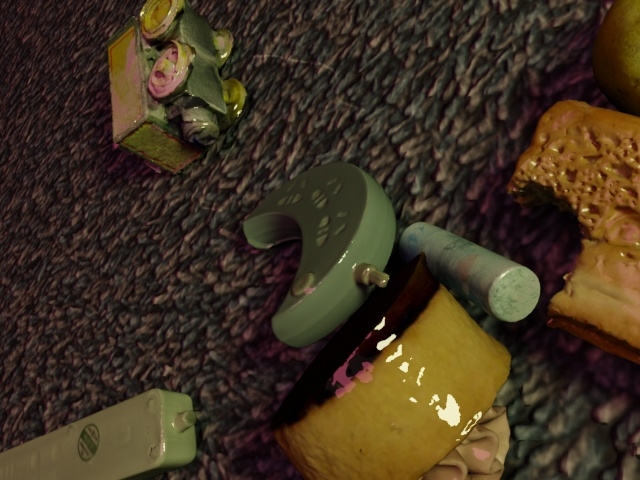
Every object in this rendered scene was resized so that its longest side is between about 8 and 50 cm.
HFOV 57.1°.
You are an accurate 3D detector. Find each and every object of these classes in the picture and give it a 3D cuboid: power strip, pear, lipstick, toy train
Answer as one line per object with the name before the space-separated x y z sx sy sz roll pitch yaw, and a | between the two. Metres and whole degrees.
power strip | 0.000 0.000 0.602 0.167 0.054 0.253 -44 29 6
pear | 0.279 -0.141 0.470 0.104 0.141 0.141 -36 54 38
lipstick | 0.124 0.023 0.520 0.048 0.048 0.158 -58 24 2
toy train | -0.216 -0.234 0.848 0.177 0.134 0.261 -29 57 23
power strip | -0.297 0.279 0.748 0.385 0.062 0.091 -26 58 25

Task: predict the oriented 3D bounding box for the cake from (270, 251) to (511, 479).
cake | 0.081 0.139 0.475 0.178 0.185 0.208 39 95 2

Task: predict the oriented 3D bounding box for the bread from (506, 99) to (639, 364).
bread | 0.293 0.032 0.405 0.380 0.109 0.185 32 98 41
